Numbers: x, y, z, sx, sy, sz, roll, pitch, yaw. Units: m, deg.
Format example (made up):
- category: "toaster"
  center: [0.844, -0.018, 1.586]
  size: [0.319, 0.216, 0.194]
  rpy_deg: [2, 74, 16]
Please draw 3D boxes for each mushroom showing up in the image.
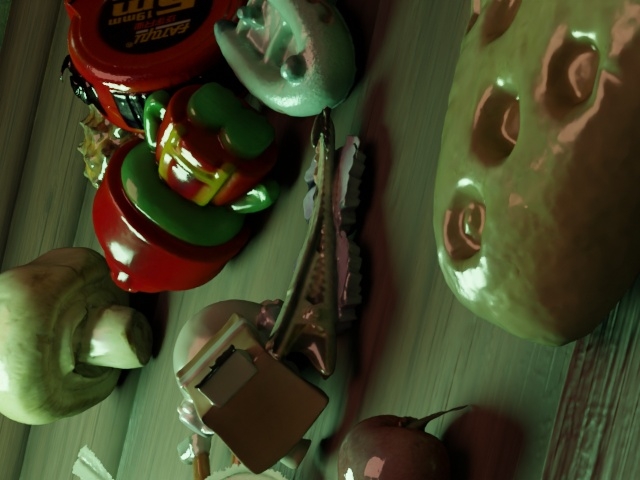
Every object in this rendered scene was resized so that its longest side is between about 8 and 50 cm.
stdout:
- category: "mushroom"
  center: [-0.328, 0.131, 2.064]
  size: [0.234, 0.254, 0.260]
  rpy_deg: [11, 63, 26]

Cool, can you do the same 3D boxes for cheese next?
- category: "cheese"
  center: [0.197, -0.094, 1.040]
  size: [0.351, 0.129, 0.328]
  rpy_deg: [169, 113, -67]

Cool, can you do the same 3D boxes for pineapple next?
- category: "pineapple"
  center: [-0.228, -0.200, 2.020]
  size: [0.361, 0.175, 0.175]
  rpy_deg: [-98, 30, -42]

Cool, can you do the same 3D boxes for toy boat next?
- category: "toy boat"
  center: [-0.047, -0.212, 1.636]
  size: [0.208, 0.079, 0.134]
  rpy_deg: [49, 119, 35]

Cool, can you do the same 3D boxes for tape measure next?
- category: "tape measure"
  center: [-0.190, -0.242, 1.857]
  size: [0.114, 0.253, 0.260]
  rpy_deg: [68, -166, -49]

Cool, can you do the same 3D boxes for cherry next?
- category: "cherry"
  center: [0.060, 0.197, 1.264]
  size: [0.106, 0.087, 0.126]
  rpy_deg: [140, 140, -61]

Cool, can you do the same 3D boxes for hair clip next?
- category: "hair clip"
  center: [0.000, 0.000, 1.518]
  size: [0.106, 0.084, 0.292]
  rpy_deg: [135, 146, -59]

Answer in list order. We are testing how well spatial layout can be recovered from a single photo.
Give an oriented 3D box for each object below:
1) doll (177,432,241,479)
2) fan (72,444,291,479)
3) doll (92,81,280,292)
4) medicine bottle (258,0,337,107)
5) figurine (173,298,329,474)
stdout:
- category: "doll"
  center: [-0.115, 0.293, 1.630]
  size: [0.183, 0.085, 0.217]
  rpy_deg: [-28, 42, 42]
- category: "fan"
  center: [-0.141, 0.309, 1.564]
  size: [0.414, 0.012, 0.233]
  rpy_deg: [23, 89, 44]
- category: "doll"
  center: [-0.174, -0.032, 1.796]
  size: [0.160, 0.182, 0.363]
  rpy_deg: [-57, 4, -38]
- category: "medicine bottle"
  center: [-0.017, -0.233, 1.695]
  size: [0.191, 0.051, 0.051]
  rpy_deg: [-70, 25, 17]
- category: "figurine"
  center: [-0.077, 0.136, 1.571]
  size: [0.162, 0.141, 0.237]
  rpy_deg: [-50, 19, 0]
